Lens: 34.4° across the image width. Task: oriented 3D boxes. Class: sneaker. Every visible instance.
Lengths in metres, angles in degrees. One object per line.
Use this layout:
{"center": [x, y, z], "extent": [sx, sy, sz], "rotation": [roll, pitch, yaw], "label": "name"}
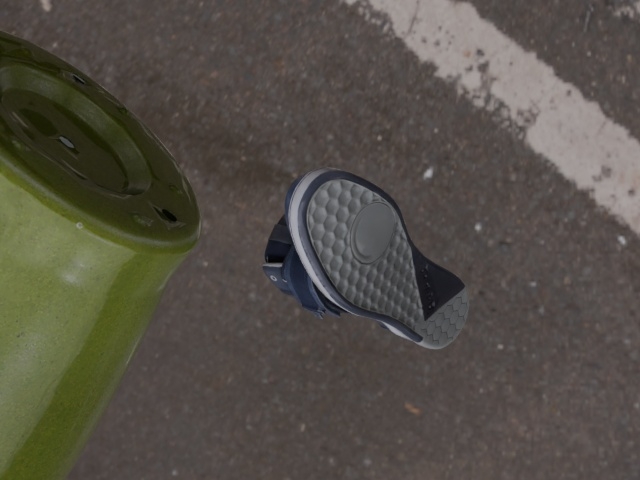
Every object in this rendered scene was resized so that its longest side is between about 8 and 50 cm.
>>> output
{"center": [-0.001, 0.002, 0.792], "extent": [0.163, 0.086, 0.226], "rotation": [24, 167, 39], "label": "sneaker"}

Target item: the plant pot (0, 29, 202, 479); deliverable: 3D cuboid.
{"center": [-0.285, 0.040, 0.782], "extent": [0.366, 0.366, 0.353], "rotation": [37, 108, -17], "label": "plant pot"}
